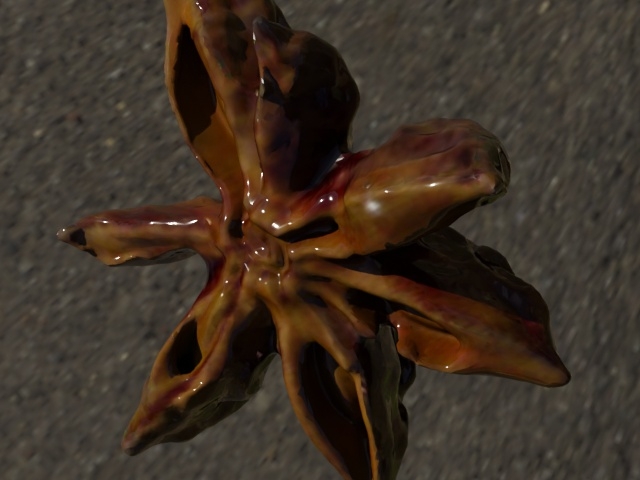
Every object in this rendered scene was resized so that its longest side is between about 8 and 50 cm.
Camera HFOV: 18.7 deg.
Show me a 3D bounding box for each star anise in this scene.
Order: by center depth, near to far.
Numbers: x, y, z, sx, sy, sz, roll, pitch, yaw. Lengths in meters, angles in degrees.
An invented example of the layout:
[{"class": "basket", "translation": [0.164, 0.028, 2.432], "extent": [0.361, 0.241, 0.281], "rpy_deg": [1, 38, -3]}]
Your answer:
[{"class": "star anise", "translation": [0.002, 0.001, 0.739], "extent": [0.196, 0.111, 0.212], "rpy_deg": [10, 101, 39]}]
